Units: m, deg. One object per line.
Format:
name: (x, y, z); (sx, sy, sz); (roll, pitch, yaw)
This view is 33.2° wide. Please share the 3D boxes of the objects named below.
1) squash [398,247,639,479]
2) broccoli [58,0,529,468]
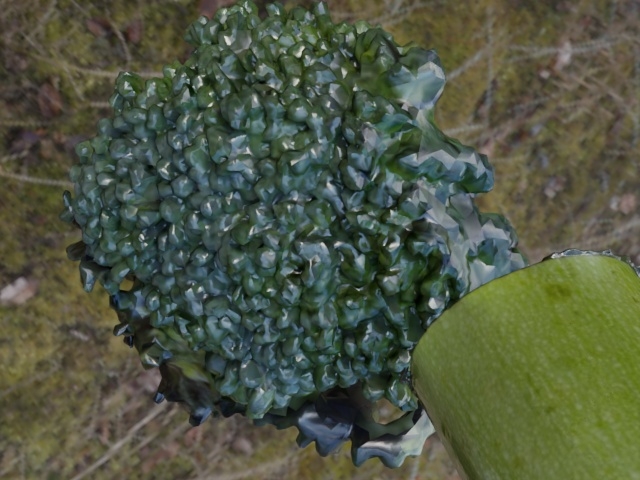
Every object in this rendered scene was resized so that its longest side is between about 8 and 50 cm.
squash: (0.126, 0.101, 0.434); (0.123, 0.186, 0.123); (-16, 136, -16)
broccoli: (-0.011, 0.006, 0.779); (0.334, 0.324, 0.272); (-27, 159, 30)
